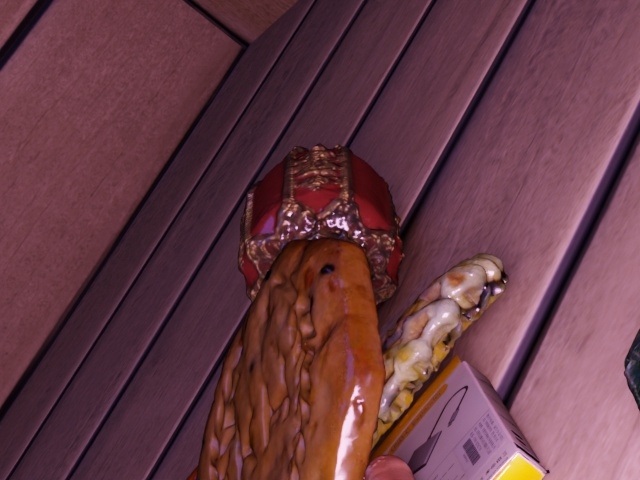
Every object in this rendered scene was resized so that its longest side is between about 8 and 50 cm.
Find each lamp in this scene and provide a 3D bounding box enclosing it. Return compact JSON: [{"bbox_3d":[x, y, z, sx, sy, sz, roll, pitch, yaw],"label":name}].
[{"bbox_3d":[0.000,0.000,1.895,0.177,0.177,0.274,-49,15,14],"label":"lamp"}]

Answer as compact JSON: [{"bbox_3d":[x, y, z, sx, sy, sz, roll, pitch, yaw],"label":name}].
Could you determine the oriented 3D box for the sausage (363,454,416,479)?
[{"bbox_3d":[0.062,0.192,1.255,0.043,0.043,0.186,-52,12,1],"label":"sausage"}]

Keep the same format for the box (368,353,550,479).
[{"bbox_3d":[0.097,0.174,1.351,0.129,0.033,0.247,-51,12,8],"label":"box"}]

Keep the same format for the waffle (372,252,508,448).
[{"bbox_3d":[0.080,0.089,1.500,0.204,0.054,0.223,-50,-3,1],"label":"waffle"}]

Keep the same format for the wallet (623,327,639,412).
[{"bbox_3d":[0.248,0.070,1.058,0.160,0.055,0.236,-56,12,18],"label":"wallet"}]

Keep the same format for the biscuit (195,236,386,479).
[{"bbox_3d":[-0.036,0.164,1.495,0.359,0.046,0.359,-166,90,-71],"label":"biscuit"}]

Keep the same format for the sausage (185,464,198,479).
[{"bbox_3d":[-0.127,0.298,1.687,0.300,0.089,0.083,-52,3,-2],"label":"sausage"}]
